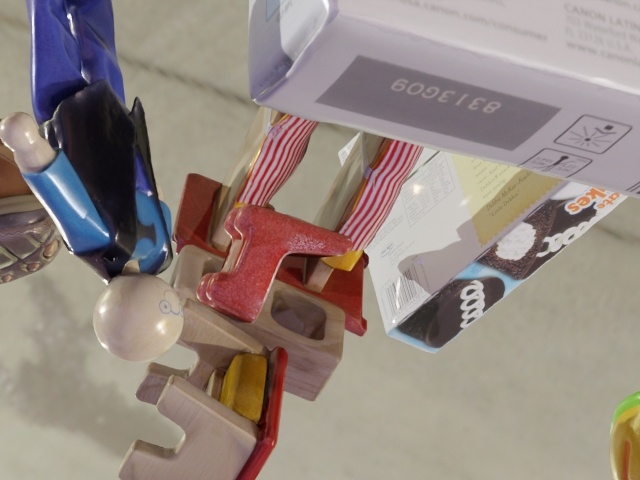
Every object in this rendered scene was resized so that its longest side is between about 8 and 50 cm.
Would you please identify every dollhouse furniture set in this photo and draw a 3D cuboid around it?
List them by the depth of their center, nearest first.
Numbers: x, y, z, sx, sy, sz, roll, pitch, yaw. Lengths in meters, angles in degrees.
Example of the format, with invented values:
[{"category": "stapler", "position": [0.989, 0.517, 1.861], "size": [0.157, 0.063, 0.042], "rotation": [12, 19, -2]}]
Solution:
[{"category": "dollhouse furniture set", "position": [0.000, 0.000, 1.251], "size": [0.152, 0.374, 0.201], "rotation": [24, 118, -11]}]

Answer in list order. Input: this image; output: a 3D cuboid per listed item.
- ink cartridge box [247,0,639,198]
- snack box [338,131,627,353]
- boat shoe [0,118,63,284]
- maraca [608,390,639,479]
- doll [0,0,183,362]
[{"category": "ink cartridge box", "position": [0.123, -0.209, 0.919], "size": [0.308, 0.385, 0.091], "rotation": [12, 150, -22]}, {"category": "snack box", "position": [0.152, -0.083, 1.437], "size": [0.060, 0.187, 0.322], "rotation": [21, 131, -37]}, {"category": "boat shoe", "position": [-0.344, -0.011, 1.350], "size": [0.123, 0.324, 0.116], "rotation": [121, 135, -66]}, {"category": "maraca", "position": [0.249, 0.152, 1.136], "size": [0.185, 0.099, 0.127], "rotation": [31, 149, 22]}, {"category": "doll", "position": [-0.096, -0.040, 0.819], "size": [0.046, 0.189, 0.129], "rotation": [-17, 167, 18]}]
